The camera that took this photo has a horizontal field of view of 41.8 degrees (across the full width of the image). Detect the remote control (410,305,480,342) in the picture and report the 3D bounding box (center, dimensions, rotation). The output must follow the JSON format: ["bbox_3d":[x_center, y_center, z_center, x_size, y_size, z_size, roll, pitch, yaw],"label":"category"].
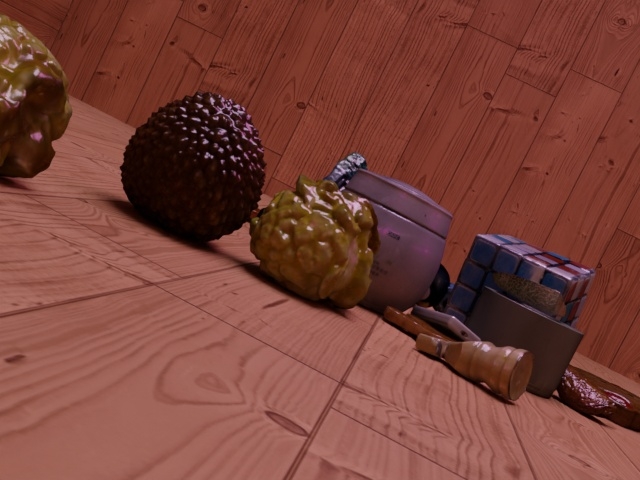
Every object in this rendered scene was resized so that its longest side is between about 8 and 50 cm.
[{"bbox_3d":[0.256,0.177,1.748,0.087,0.029,0.190,40,-10,-16],"label":"remote control"}]

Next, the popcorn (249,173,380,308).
[{"bbox_3d":[0.000,0.000,1.487,0.259,0.212,0.259,20,9,-3],"label":"popcorn"}]

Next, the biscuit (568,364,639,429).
[{"bbox_3d":[0.714,0.390,2.037,0.358,0.074,0.381,25,0,17],"label":"biscuit"}]

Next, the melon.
[{"bbox_3d":[0.445,0.111,1.829,0.182,0.054,0.098,27,-2,28],"label":"melon"}]

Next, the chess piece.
[{"bbox_3d":[0.262,0.206,1.467,0.200,0.090,0.090,16,-3,36],"label":"chess piece"}]

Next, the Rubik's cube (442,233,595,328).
[{"bbox_3d":[0.477,0.144,2.020,0.256,0.259,0.253,27,13,29],"label":"Rubik's cube"}]

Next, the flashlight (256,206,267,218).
[{"bbox_3d":[-0.059,-0.014,2.136,0.231,0.093,0.093,19,7,-23],"label":"flashlight"}]

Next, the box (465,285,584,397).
[{"bbox_3d":[0.416,0.211,1.764,0.226,0.149,0.226,26,4,-2],"label":"box"}]

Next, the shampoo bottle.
[{"bbox_3d":[0.129,0.001,1.790,0.272,0.267,0.273,25,3,-2],"label":"shampoo bottle"}]

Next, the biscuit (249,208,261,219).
[{"bbox_3d":[-0.164,-0.066,2.365,0.183,0.043,0.280,32,1,17],"label":"biscuit"}]

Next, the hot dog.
[{"bbox_3d":[0.558,0.329,1.778,0.099,0.065,0.147,22,17,-50],"label":"hot dog"}]

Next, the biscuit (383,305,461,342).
[{"bbox_3d":[0.231,0.193,1.637,0.144,0.040,0.236,16,10,-45],"label":"biscuit"}]

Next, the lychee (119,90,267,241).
[{"bbox_3d":[-0.213,-0.134,1.468,0.267,0.268,0.267,26,4,-2],"label":"lychee"}]

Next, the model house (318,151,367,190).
[{"bbox_3d":[0.107,-0.030,2.000,0.241,0.261,0.226,30,-24,23],"label":"model house"}]

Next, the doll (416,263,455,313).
[{"bbox_3d":[0.272,0.112,2.219,0.314,0.141,0.177,37,-29,-7],"label":"doll"}]

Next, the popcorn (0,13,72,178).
[{"bbox_3d":[-0.448,-0.190,1.127,0.237,0.206,0.251,43,3,-45],"label":"popcorn"}]
